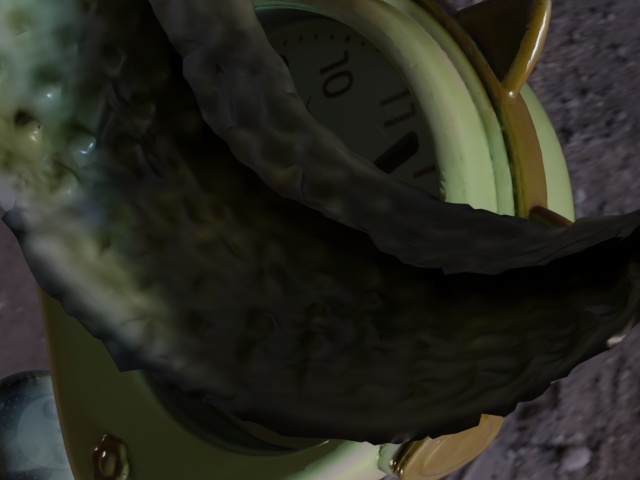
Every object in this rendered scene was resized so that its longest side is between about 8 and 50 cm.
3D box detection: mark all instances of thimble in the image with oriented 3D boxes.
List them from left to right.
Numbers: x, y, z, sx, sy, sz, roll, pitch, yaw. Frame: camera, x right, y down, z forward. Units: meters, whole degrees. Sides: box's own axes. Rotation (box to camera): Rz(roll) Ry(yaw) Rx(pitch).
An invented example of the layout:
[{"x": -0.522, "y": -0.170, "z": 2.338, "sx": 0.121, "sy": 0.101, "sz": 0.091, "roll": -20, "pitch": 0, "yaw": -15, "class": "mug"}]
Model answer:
[{"x": 0.021, "y": -0.092, "z": 0.494, "sx": 0.271, "sy": 0.150, "sz": 0.270, "roll": 15, "pitch": 118, "yaw": 30, "class": "thimble"}]

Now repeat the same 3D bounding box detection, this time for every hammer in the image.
[{"x": -0.134, "y": 0.143, "z": 1.158, "sx": 0.069, "sy": 0.194, "sz": 0.116, "roll": -36, "pitch": 63, "yaw": 37, "class": "hammer"}]

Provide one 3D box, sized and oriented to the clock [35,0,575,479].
[{"x": 0.000, "y": 0.000, "z": 0.906, "sx": 0.348, "sy": 0.117, "sz": 0.286, "roll": -20, "pitch": 75, "yaw": 37, "class": "clock"}]
